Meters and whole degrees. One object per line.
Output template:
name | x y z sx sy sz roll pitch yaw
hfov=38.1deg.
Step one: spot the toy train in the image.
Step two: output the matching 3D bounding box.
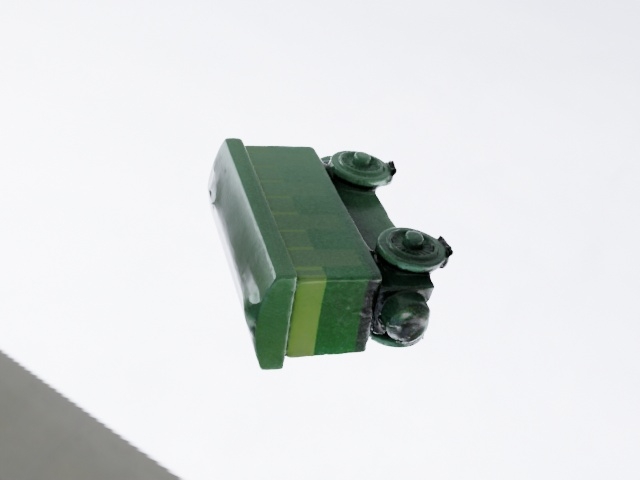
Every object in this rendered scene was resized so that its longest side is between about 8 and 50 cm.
toy train | 0.000 0.000 0.949 0.202 0.120 0.301 -1 -145 -18
